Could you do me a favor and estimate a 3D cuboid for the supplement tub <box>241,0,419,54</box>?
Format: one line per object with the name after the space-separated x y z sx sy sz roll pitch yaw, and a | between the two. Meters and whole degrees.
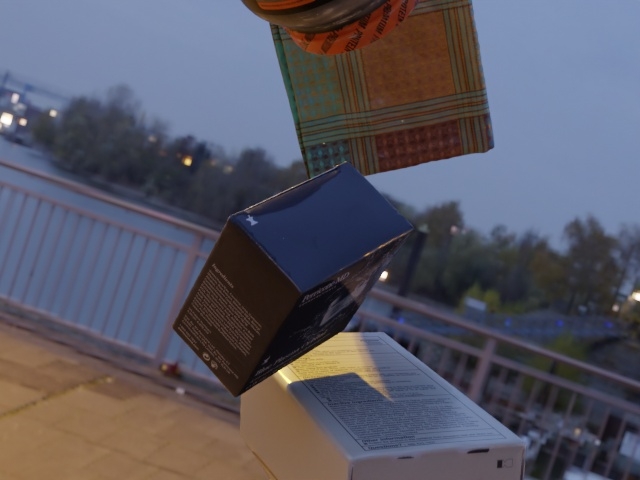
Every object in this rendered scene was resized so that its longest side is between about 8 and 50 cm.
-0.033 -0.325 0.987 0.193 0.194 0.316 20 -23 42 | supplement tub

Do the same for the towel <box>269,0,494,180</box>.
0.073 -0.272 1.491 0.271 0.370 0.040 -12 15 3 | towel

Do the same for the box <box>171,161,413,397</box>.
-0.025 0.033 0.983 0.093 0.158 0.156 46 44 16 | box

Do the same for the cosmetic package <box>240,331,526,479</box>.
0.041 0.181 1.024 0.160 0.113 0.309 -1 12 -18 | cosmetic package
